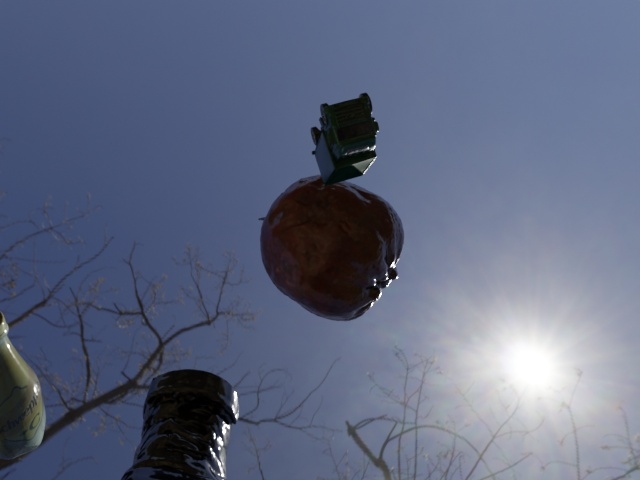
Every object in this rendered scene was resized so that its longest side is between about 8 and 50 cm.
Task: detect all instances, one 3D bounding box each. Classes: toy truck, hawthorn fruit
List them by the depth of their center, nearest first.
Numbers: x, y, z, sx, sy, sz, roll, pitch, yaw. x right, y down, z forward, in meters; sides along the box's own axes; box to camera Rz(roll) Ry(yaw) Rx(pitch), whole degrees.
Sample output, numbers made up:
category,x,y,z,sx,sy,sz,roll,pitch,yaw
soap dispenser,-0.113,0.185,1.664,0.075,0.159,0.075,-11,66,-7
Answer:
category,x,y,z,sx,sy,sz,roll,pitch,yaw
toy truck,0.029,-0.129,0.694,0.065,0.147,0.079,-17,-96,-9
hawthorn fruit,0.020,0.010,0.953,0.258,0.258,0.261,-33,-94,-29

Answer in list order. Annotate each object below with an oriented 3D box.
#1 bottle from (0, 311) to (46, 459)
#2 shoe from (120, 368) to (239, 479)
category,x,y,z,sx,sy,sz,roll,pitch,yaw
bottle,-0.406,0.186,0.686,0.083,0.269,0.083,9,-138,-8
shoe,-0.133,0.204,0.555,0.114,0.291,0.137,19,-97,-12
